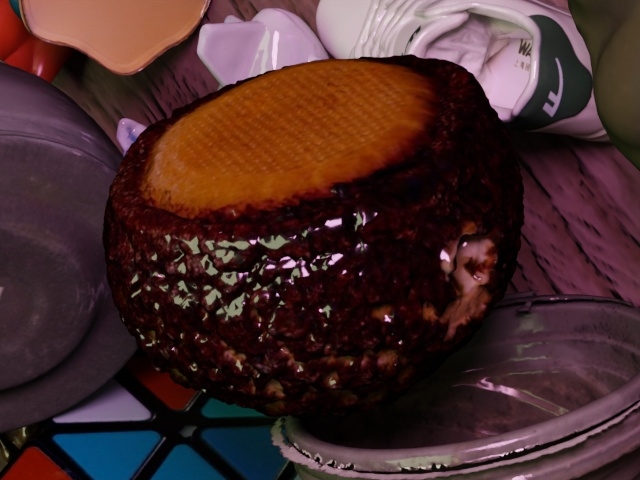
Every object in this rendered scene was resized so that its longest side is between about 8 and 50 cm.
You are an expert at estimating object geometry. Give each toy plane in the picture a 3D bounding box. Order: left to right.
[{"bbox_3d":[-0.045,-0.025,1.211,0.267,0.122,0.267,14,109,47],"label":"toy plane"}]

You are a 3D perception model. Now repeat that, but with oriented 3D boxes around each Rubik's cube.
[{"bbox_3d":[-0.070,0.170,1.215,0.234,0.250,0.284,-1,83,25],"label":"Rubik's cube"}]

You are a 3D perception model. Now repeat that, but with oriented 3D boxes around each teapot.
[{"bbox_3d":[-0.273,-0.041,1.199,0.239,0.321,0.239,-45,39,13],"label":"teapot"}]

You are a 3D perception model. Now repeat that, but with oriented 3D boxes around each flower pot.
[{"bbox_3d":[0.100,0.132,1.023,0.235,0.235,0.141,5,115,45],"label":"flower pot"}]

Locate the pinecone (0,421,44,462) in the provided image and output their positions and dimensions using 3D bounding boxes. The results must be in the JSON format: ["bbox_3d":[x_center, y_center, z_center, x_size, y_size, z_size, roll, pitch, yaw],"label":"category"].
[{"bbox_3d":[-0.300,0.089,1.428,0.168,0.185,0.212,-34,84,14],"label":"pinecone"}]

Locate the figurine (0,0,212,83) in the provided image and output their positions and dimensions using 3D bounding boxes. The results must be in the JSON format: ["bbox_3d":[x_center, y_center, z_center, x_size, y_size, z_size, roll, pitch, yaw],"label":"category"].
[{"bbox_3d":[-0.226,-0.208,1.370,0.257,0.181,0.208,20,132,50],"label":"figurine"}]

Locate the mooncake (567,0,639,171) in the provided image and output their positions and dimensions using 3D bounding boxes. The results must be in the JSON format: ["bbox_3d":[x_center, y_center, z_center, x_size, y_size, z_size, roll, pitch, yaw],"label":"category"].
[{"bbox_3d":[0.285,-0.144,0.842,0.356,0.194,0.356,-3,86,46],"label":"mooncake"}]

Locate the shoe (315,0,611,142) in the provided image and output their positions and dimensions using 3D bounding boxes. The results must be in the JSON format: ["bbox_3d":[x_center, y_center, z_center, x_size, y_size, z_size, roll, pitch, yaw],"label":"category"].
[{"bbox_3d":[0.074,-0.124,1.109,0.265,0.110,0.095,20,104,41],"label":"shoe"}]

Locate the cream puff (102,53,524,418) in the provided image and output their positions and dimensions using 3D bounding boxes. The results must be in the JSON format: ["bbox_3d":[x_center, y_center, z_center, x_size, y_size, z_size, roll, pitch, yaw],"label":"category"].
[{"bbox_3d":[0.000,0.000,0.999,0.239,0.239,0.165,14,130,44],"label":"cream puff"}]
